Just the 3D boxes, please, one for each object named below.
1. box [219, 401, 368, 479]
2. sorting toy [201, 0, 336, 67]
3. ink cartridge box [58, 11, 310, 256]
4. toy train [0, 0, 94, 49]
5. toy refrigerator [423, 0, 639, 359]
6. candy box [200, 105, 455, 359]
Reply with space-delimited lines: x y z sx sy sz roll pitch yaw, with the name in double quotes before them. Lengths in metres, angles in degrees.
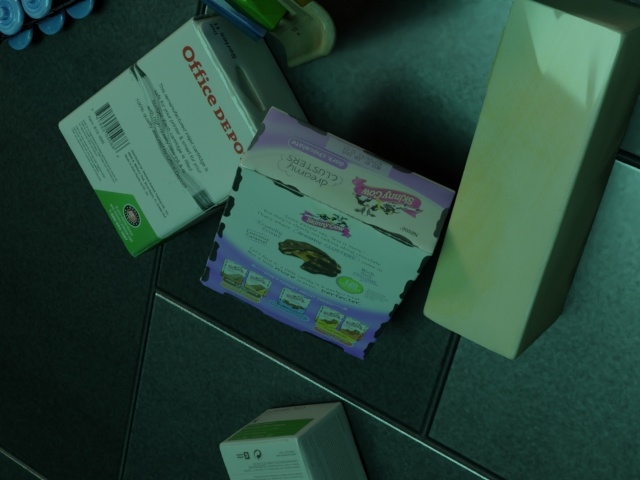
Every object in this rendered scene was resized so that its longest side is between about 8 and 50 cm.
"box" -0.024 0.223 1.111 0.101 0.087 0.102 -12 99 36
"sorting toy" -0.085 -0.213 0.853 0.229 0.307 0.041 40 88 -11
"ink cartridge box" -0.124 -0.099 1.061 0.208 0.087 0.153 -28 91 37
"toy train" -0.298 -0.256 1.129 0.184 0.080 0.105 -15 89 37
"toy refrigerator" 0.165 -0.055 0.878 0.094 0.102 0.269 26 120 23
"candy box" 0.000 0.000 0.952 0.165 0.070 0.196 26 146 -1
